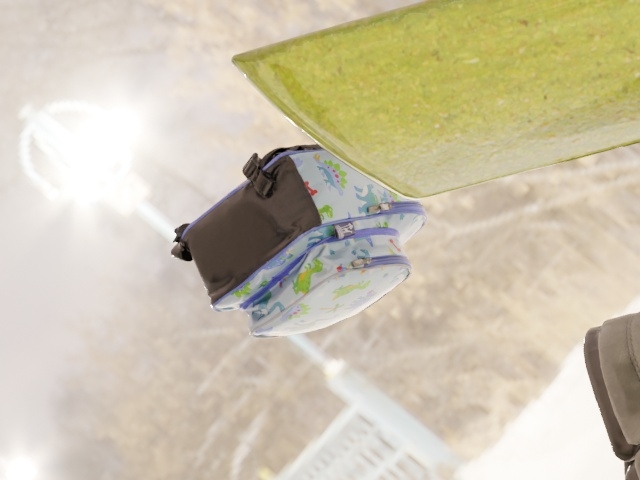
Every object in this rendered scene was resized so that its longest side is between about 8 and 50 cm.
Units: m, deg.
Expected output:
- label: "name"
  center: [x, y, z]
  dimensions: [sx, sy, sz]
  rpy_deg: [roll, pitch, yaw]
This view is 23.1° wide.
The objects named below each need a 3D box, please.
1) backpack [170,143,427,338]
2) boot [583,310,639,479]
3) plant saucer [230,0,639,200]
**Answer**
- label: "backpack"
  center: [0.000, 0.000, 0.836]
  dimensions: [0.114, 0.084, 0.105]
  rpy_deg: [-15, -18, -44]
- label: "boot"
  center: [0.160, 0.005, 0.554]
  dimensions: [0.161, 0.083, 0.246]
  rpy_deg: [-28, 40, 24]
- label: "plant saucer"
  center: [0.086, -0.053, 0.427]
  dimensions: [0.188, 0.045, 0.188]
  rpy_deg: [-14, 4, 9]
